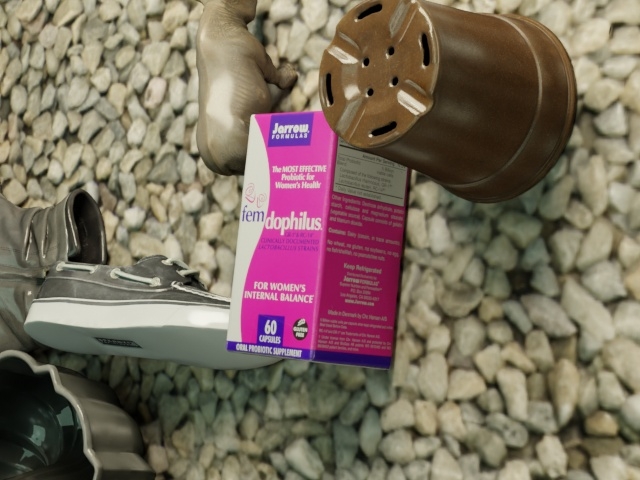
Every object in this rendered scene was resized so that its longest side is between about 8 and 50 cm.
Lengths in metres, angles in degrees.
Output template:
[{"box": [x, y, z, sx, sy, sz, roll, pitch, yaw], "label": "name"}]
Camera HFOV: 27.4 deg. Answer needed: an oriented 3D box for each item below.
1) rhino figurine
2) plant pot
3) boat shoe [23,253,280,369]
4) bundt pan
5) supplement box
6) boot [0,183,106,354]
[{"box": [-0.081, -0.169, 1.290, 0.073, 0.106, 0.243, -16, 73, 39], "label": "rhino figurine"}, {"box": [0.096, -0.122, 1.083, 0.167, 0.165, 0.167, -7, 80, 42], "label": "plant pot"}, {"box": [-0.160, 0.063, 1.323, 0.301, 0.108, 0.102, 1, 62, 31], "label": "boat shoe"}, {"box": [-0.296, 0.283, 1.404, 0.330, 0.124, 0.331, -6, 80, 41], "label": "bundt pan"}, {"box": [0.000, 0.000, 1.189, 0.111, 0.114, 0.220, 1, 83, 43], "label": "supplement box"}, {"box": [-0.345, -0.022, 1.525, 0.222, 0.118, 0.338, -21, 77, 32], "label": "boot"}]
